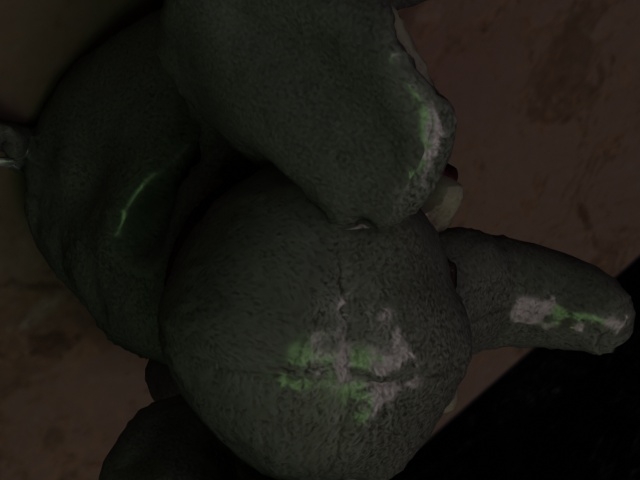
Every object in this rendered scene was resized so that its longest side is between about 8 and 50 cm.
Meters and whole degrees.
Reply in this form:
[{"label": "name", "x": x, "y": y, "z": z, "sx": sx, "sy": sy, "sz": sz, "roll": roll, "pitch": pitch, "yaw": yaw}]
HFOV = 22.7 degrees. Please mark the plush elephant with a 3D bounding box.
[{"label": "plush elephant", "x": 0.000, "y": 0.000, "z": 0.650, "sx": 0.330, "sy": 0.255, "sz": 0.272, "roll": -9, "pitch": 124, "yaw": -36}]
